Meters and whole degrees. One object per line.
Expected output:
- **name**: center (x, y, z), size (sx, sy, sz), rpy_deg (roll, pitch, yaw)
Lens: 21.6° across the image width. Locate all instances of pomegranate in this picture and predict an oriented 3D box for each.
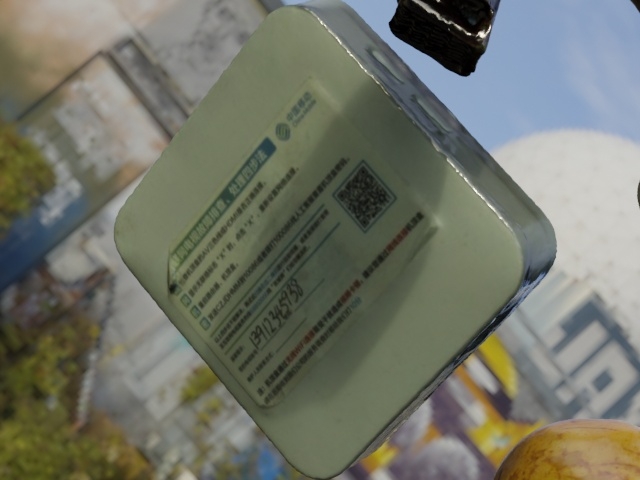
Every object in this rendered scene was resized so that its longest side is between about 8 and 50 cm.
- **pomegranate**: center (0.328, 0.339, 1.974), size (0.264, 0.264, 0.264), rpy_deg (48, -9, 10)

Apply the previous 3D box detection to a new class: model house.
- **model house**: center (0.116, -0.234, 1.527), size (0.165, 0.106, 0.152), rpy_deg (108, -32, -74)

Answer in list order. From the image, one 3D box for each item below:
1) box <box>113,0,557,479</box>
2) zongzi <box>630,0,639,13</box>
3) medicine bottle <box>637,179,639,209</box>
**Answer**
- **box**: center (0.001, -0.001, 1.774), size (0.396, 0.396, 0.111), rpy_deg (49, 30, 13)
- **zongzi**: center (0.313, -0.383, 2.044), size (0.247, 0.241, 0.111), rpy_deg (7, -16, -7)
- **medicine bottle**: center (0.494, -0.072, 2.083), size (0.088, 0.188, 0.132), rpy_deg (35, -42, 52)
